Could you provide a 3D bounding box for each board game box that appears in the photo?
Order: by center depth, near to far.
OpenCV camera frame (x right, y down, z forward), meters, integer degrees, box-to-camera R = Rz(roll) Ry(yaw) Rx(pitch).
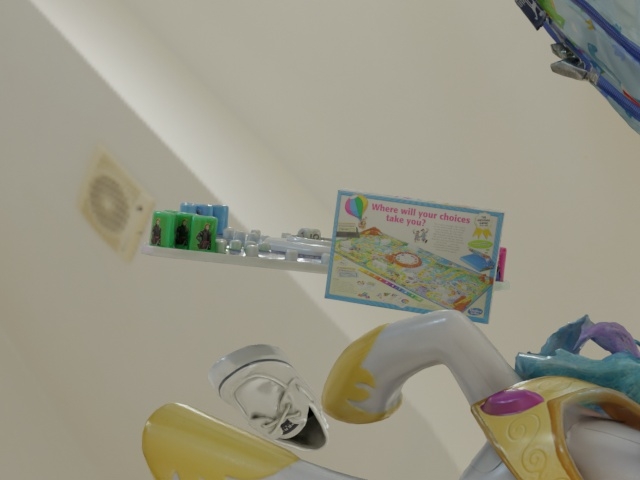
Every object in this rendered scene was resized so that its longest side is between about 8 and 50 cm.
[{"bbox_3d":[0.086,0.013,0.978,0.154,0.026,0.104,9,-83,11],"label":"board game box"},{"bbox_3d":[0.000,0.000,1.290,0.390,0.389,0.050,-131,-133,-86],"label":"board game box"}]

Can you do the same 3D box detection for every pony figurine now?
[{"bbox_3d":[0.126,0.172,0.440,0.363,0.303,0.351,-16,-77,45],"label":"pony figurine"}]

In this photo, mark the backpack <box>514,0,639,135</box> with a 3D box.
[{"bbox_3d":[0.291,-0.216,0.783,0.355,0.290,0.273,53,-20,45],"label":"backpack"}]

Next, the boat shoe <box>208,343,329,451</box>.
[{"bbox_3d":[-0.049,0.202,1.319,0.095,0.258,0.084,-38,-121,8],"label":"boat shoe"}]
